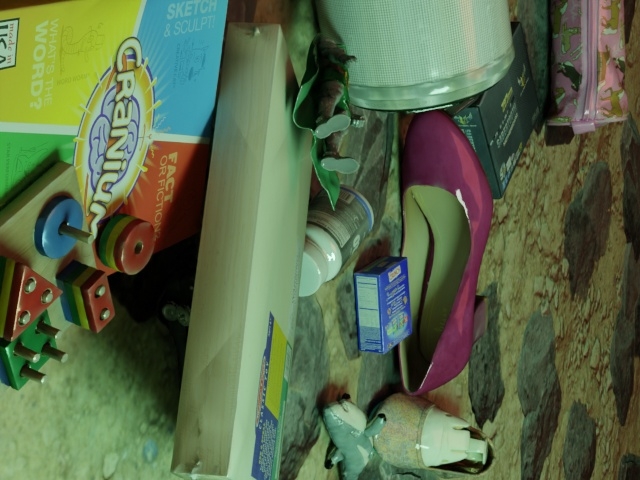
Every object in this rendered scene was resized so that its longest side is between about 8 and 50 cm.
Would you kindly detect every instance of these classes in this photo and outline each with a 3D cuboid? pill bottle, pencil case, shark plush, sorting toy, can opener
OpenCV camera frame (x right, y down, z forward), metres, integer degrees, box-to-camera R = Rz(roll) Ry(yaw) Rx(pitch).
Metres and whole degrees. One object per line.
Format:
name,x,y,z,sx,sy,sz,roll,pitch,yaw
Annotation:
pill bottle,0.000,0.000,1.338,0.137,0.078,0.078,-50,135,-48
pencil case,0.482,-0.390,2.128,0.167,0.160,0.386,-11,104,-36
shark plush,0.026,0.261,1.476,0.067,0.073,0.161,-24,136,-39
sorting toy,-0.203,0.040,0.843,0.274,0.046,0.132,-50,149,-40
can opener,-0.117,0.109,1.148,0.073,0.059,0.186,-35,123,-57

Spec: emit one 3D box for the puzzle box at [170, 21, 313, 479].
puzzle box,-0.064,0.036,1.121,0.272,0.052,0.408,72,23,-71

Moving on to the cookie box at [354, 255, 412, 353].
cookie box,0.083,0.082,1.543,0.092,0.040,0.107,-27,116,-58

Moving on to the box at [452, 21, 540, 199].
box,0.277,-0.207,1.861,0.232,0.059,0.183,-60,141,-40

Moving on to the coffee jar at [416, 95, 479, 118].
coffee jar,0.147,-0.246,1.565,0.096,0.079,0.184,-38,129,-16

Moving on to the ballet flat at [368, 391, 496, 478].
ballet flat,0.172,0.279,1.664,0.316,0.106,0.107,28,68,-60

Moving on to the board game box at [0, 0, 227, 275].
board game box,-0.192,-0.083,0.917,0.316,0.064,0.242,-31,135,-57

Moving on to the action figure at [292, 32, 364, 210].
action figure,0.011,-0.150,1.210,0.232,0.063,0.137,-90,171,-57

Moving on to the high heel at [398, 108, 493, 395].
high heel,0.150,0.020,1.588,0.181,0.127,0.377,-39,123,-46

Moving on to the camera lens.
camera lens,0.100,-0.297,1.346,0.219,0.219,0.274,-47,132,-51
